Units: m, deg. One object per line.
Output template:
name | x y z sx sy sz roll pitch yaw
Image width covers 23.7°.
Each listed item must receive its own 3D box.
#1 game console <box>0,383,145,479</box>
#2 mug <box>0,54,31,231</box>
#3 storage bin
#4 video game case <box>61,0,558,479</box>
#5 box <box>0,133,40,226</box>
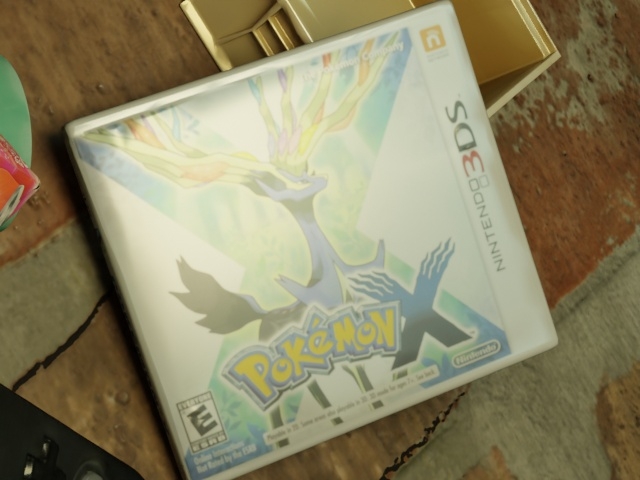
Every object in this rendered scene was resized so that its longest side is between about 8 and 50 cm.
game console | -0.202 0.294 0.921 0.342 0.060 0.387 58 35 -62
mug | -0.266 -0.055 1.037 0.097 0.129 0.158 -1 62 -38
storage bin | 0.042 -0.200 1.343 0.262 0.123 0.260 -41 104 -39
video game case | 0.000 0.000 1.198 0.329 0.036 0.300 -20 97 -15
box | -0.305 -0.090 0.920 0.257 0.122 0.128 45 2 29
